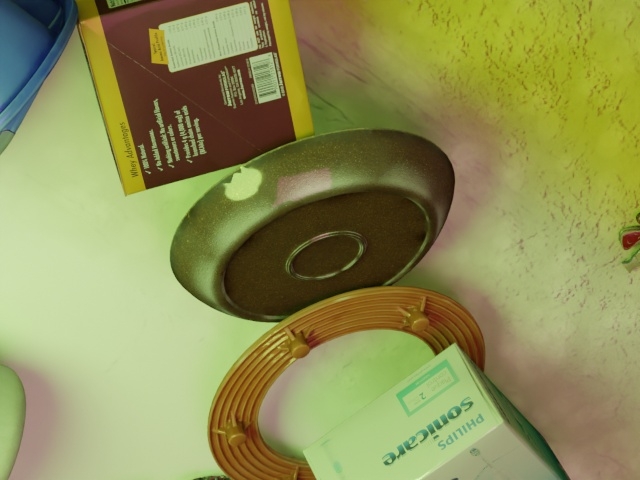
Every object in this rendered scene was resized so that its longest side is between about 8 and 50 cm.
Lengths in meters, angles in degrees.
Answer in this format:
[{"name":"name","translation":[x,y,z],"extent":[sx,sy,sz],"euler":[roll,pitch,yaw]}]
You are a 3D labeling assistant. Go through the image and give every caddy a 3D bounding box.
[{"name":"caddy","translation":[-0.367,-0.122,1.440],"extent":[0.341,0.241,0.179],"euler":[-41,117,11]}]

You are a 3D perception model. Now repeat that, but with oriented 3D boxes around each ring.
[{"name":"ring","translation":[0.036,0.185,1.808],"extent":[0.336,0.032,0.337],"euler":[-13,136,-13]}]

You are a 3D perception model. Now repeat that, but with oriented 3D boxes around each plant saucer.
[{"name":"plant saucer","translation":[0.000,0.000,1.647],"extent":[0.310,0.050,0.311],"euler":[-15,150,-9]}]

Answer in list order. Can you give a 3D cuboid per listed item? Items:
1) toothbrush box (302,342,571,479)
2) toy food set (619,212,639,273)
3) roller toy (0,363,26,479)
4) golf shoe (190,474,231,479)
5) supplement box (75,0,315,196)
[{"name":"toothbrush box","translation":[0.150,0.278,1.836],"extent":[0.216,0.126,0.295],"euler":[-37,141,8]},{"name":"toy food set","translation":[0.395,-0.018,1.841],"extent":[0.122,0.019,0.078],"euler":[-26,123,9]},{"name":"roller toy","translation":[-0.408,0.202,1.649],"extent":[0.146,0.209,0.191],"euler":[24,76,-26]},{"name":"golf shoe","translation":[-0.161,0.324,1.870],"extent":[0.186,0.067,0.086],"euler":[-8,154,-17]},{"name":"supplement box","translation":[-0.125,-0.175,1.539],"extent":[0.194,0.129,0.191],"euler":[-15,123,-6]}]
